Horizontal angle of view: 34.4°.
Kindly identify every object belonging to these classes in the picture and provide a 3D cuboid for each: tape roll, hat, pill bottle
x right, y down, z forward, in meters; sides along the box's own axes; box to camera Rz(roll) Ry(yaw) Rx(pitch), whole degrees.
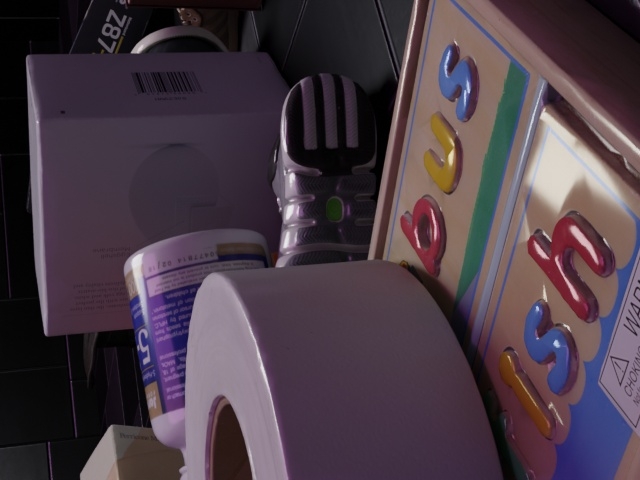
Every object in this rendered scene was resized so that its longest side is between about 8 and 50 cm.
[{"bbox_3d":[0.000,0.153,0.557,0.286,0.100,0.286,177,90,-73],"label":"tape roll"},{"bbox_3d":[-0.299,0.064,1.602,0.331,0.134,0.331,-179,90,-77],"label":"hat"},{"bbox_3d":[-0.074,0.095,0.757,0.112,0.112,0.186,131,128,-66],"label":"pill bottle"}]

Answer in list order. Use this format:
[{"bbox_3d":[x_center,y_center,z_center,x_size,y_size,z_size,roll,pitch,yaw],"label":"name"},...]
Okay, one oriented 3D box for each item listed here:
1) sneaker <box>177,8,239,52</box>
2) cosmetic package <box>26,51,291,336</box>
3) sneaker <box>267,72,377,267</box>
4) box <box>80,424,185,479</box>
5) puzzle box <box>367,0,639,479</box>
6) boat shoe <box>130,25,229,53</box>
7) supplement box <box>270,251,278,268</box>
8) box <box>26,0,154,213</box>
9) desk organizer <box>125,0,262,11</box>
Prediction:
[{"bbox_3d":[-0.123,-0.242,1.086,0.188,0.071,0.066,105,155,-45],"label":"sneaker"},{"bbox_3d":[-0.149,-0.046,0.955,0.138,0.224,0.224,-118,30,-52],"label":"cosmetic package"},{"bbox_3d":[0.000,0.000,0.756,0.132,0.086,0.228,-177,90,-80],"label":"sneaker"},{"bbox_3d":[-0.214,0.404,1.352,0.121,0.148,0.311,-56,37,32],"label":"box"},{"bbox_3d":[0.086,0.087,0.523,0.272,0.052,0.408,-116,28,-52],"label":"puzzle box"},{"bbox_3d":[-0.144,-0.081,1.098,0.340,0.127,0.113,111,149,-57],"label":"boat shoe"},{"bbox_3d":[-0.069,0.047,0.860,0.036,0.099,0.062,101,159,-53],"label":"supplement box"},{"bbox_3d":[-0.353,-0.216,1.596,0.395,0.097,0.318,141,147,-68],"label":"box"},{"bbox_3d":[-0.115,-0.249,0.964,0.050,0.130,0.047,129,135,-63],"label":"desk organizer"}]
